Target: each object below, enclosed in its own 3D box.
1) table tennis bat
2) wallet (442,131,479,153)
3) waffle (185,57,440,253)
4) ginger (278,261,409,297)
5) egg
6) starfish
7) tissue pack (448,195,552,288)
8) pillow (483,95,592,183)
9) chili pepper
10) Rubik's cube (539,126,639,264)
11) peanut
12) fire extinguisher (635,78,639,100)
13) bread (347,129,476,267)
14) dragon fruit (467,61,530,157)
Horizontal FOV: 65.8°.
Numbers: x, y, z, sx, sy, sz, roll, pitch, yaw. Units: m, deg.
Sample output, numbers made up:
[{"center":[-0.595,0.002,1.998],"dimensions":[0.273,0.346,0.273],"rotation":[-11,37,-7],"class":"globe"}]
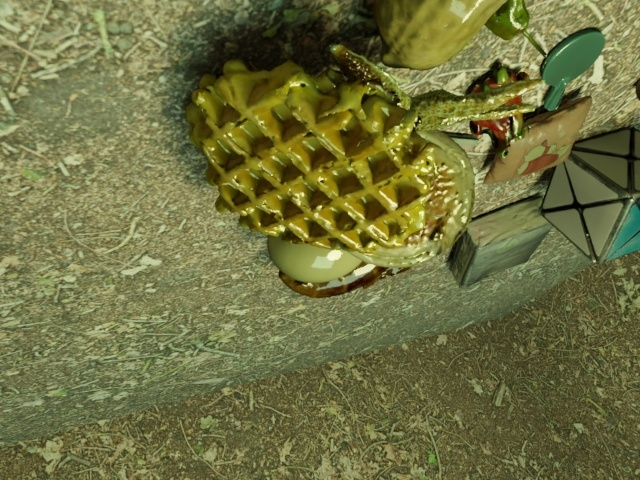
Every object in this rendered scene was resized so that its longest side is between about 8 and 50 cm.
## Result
[{"center":[0.497,-0.339,1.003],"dimensions":[0.124,0.033,0.201],"rotation":[-18,154,-3],"class":"table tennis bat"},{"center":[0.236,-0.194,1.094],"dimensions":[0.232,0.025,0.119],"rotation":[-3,150,-36],"class":"wallet"},{"center":[-0.018,-0.104,0.750],"dimensions":[0.382,0.095,0.380],"rotation":[12,147,11],"class":"waffle"},{"center":[0.095,0.045,1.301],"dimensions":[0.418,0.176,0.254],"rotation":[-22,154,-9],"class":"ginger"},{"center":[0.000,0.000,1.104],"dimensions":[0.241,0.186,0.186],"rotation":[-9,153,-26],"class":"egg"},{"center":[0.125,-0.201,0.712],"dimensions":[0.347,0.078,0.357],"rotation":[8,-176,-40],"class":"starfish"},{"center":[0.622,0.016,1.738],"dimensions":[0.287,0.124,0.394],"rotation":[-20,156,-3],"class":"tissue pack"},{"center":[0.511,-0.227,1.183],"dimensions":[0.223,0.084,0.236],"rotation":[-20,153,-2],"class":"pillow"},{"center":[0.272,-0.351,0.741],"dimensions":[0.072,0.073,0.204],"rotation":[-15,151,33],"class":"chili pepper"},{"center":[0.808,-0.123,1.364],"dimensions":[0.260,0.255,0.259],"rotation":[-17,134,-11],"class":"Rubik's cube"},{"center":[0.161,-0.329,0.581],"dimensions":[0.158,0.174,0.340],"rotation":[18,141,-20],"class":"peanut"},{"center":[0.857,-0.361,1.224],"dimensions":[0.252,0.075,0.106],"rotation":[-6,179,-35],"class":"fire extinguisher"},{"center":[0.143,-0.091,0.967],"dimensions":[0.305,0.306,0.159],"rotation":[-24,-165,4],"class":"bread"},{"center":[0.359,-0.257,0.983],"dimensions":[0.138,0.175,0.142],"rotation":[-23,-171,27],"class":"dragon fruit"}]
